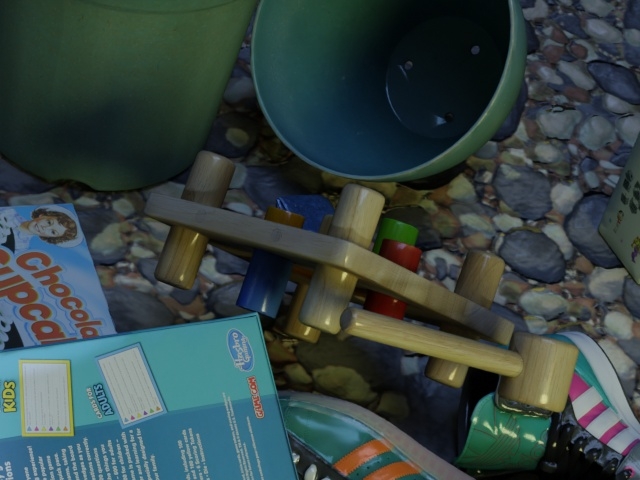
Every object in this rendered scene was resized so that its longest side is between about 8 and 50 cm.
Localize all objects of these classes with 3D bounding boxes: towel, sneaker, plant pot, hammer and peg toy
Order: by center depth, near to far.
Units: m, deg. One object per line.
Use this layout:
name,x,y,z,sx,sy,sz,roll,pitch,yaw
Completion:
sneaker,0.044,0.232,1.583,0.302,0.108,0.121,26,37,8
hammer and peg toy,0.043,0.031,1.618,0.361,0.127,0.266,14,-8,44
sneaker,0.212,0.191,1.671,0.178,0.124,0.295,-1,37,-26
plant pot,-0.206,-0.252,1.863,0.341,0.334,0.341,10,41,-9
towel,0.000,0.000,1.886,0.067,0.029,0.119,-5,45,-25
plant pot,0.097,-0.191,1.983,0.290,0.290,0.195,40,9,24

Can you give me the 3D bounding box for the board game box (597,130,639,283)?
board game box,0.446,-0.104,1.946,0.224,0.303,0.097,-8,47,-27

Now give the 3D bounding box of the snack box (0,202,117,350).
snack box,-0.275,0.097,1.659,0.187,0.060,0.322,-4,45,-23

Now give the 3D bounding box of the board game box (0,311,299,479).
board game box,-0.184,0.207,1.477,0.336,0.079,0.254,-7,73,-26
